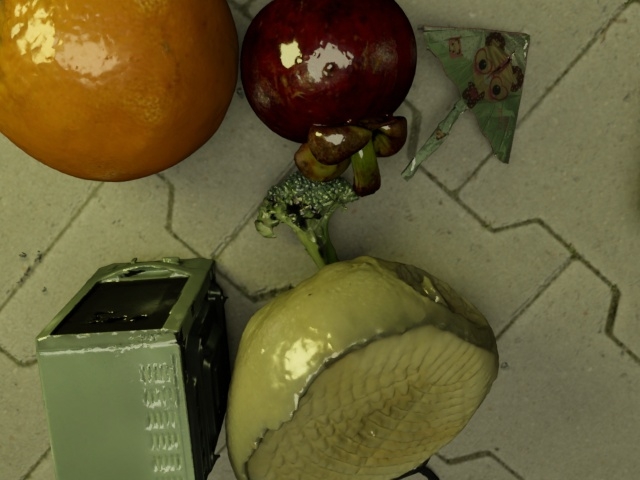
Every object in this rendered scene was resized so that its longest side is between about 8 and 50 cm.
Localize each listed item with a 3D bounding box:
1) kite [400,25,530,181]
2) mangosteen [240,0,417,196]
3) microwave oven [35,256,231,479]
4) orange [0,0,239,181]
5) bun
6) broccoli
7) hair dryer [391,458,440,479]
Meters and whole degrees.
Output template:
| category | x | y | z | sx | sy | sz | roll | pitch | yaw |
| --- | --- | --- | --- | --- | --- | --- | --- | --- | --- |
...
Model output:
| category | x | y | z | sx | sy | sz | roll | pitch | yaw |
| --- | --- | --- | --- | --- | --- | --- | --- | --- | --- |
| kite | 0.178 | -0.172 | 1.196 | 0.250 | 0.012 | 0.229 | -49 | 121 | -12 |
| mangosteen | 0.016 | -0.176 | 1.136 | 0.215 | 0.215 | 0.258 | -11 | 99 | 4 |
| microwave oven | -0.207 | 0.161 | 1.187 | 0.181 | 0.295 | 0.237 | -5 | 104 | 2 |
| orange | -0.245 | -0.219 | 1.094 | 0.312 | 0.312 | 0.312 | 0 | 104 | 1 |
| bun | 0.034 | 0.161 | 1.199 | 0.364 | 0.202 | 0.364 | -19 | 138 | -19 |
| broccoli | 0.002 | 0.000 | 1.253 | 0.122 | 0.118 | 0.204 | -32 | 120 | -21 |
| hair dryer | 0.139 | 0.336 | 1.361 | 0.083 | 0.031 | 0.079 | 43 | 112 | -16 |
